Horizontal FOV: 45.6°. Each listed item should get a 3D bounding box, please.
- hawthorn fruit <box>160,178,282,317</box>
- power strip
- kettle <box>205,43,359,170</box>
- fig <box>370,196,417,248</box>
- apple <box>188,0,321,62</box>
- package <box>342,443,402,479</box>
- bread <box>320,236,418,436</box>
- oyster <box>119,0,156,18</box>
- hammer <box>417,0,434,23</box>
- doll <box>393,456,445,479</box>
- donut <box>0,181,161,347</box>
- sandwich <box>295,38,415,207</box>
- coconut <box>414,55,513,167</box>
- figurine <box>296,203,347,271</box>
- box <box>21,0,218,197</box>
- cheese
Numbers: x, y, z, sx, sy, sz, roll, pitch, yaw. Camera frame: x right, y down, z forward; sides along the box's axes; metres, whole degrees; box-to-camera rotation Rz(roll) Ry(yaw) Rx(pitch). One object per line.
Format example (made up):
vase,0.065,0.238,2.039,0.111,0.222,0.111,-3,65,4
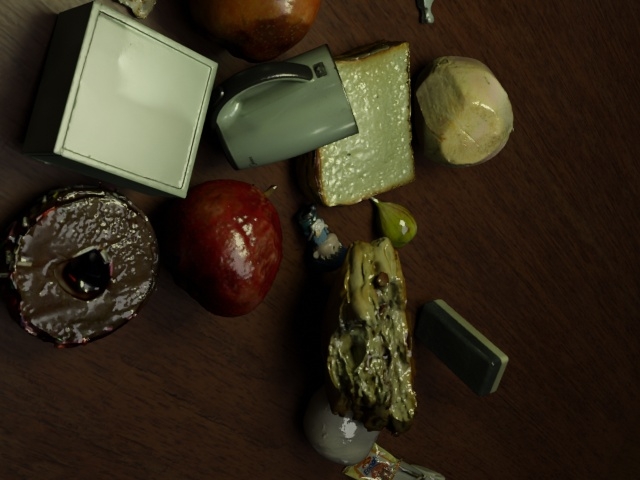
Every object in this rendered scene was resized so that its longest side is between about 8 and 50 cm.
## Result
hawthorn fruit,-0.158,-0.013,1.326,0.266,0.210,0.230,-61,143,-33
power strip,0.324,0.243,1.789,0.070,0.256,0.105,-9,127,-36
kettle,-0.076,-0.228,1.281,0.236,0.161,0.221,-20,160,4
fig,0.153,-0.056,1.649,0.093,0.093,0.166,-44,127,-21
apple,-0.108,-0.397,1.214,0.229,0.230,0.230,-15,114,-37
package,0.129,0.547,1.841,0.120,0.031,0.108,33,77,2
bread,0.091,0.205,1.517,0.370,0.191,0.314,75,12,-58
oyster,-0.296,-0.389,1.192,0.083,0.019,0.054,37,81,-44
hammer,0.296,-0.555,1.643,0.246,0.029,0.103,-32,124,-30
doll,0.170,0.743,1.905,0.423,0.161,0.348,-45,107,-19
donut,-0.382,0.039,1.209,0.269,0.103,0.270,-13,112,-35
sandwich,0.063,-0.225,1.504,0.271,0.099,0.301,-18,114,-29
coconut,0.297,-0.275,1.611,0.197,0.237,0.237,-10,119,6
figurine,0.000,0.000,1.544,0.149,0.087,0.086,57,28,-25
box,-0.301,-0.202,1.160,0.225,0.117,0.225,19,80,-44
cheese,0.052,0.397,1.675,0.189,0.154,0.198,25,89,-38
